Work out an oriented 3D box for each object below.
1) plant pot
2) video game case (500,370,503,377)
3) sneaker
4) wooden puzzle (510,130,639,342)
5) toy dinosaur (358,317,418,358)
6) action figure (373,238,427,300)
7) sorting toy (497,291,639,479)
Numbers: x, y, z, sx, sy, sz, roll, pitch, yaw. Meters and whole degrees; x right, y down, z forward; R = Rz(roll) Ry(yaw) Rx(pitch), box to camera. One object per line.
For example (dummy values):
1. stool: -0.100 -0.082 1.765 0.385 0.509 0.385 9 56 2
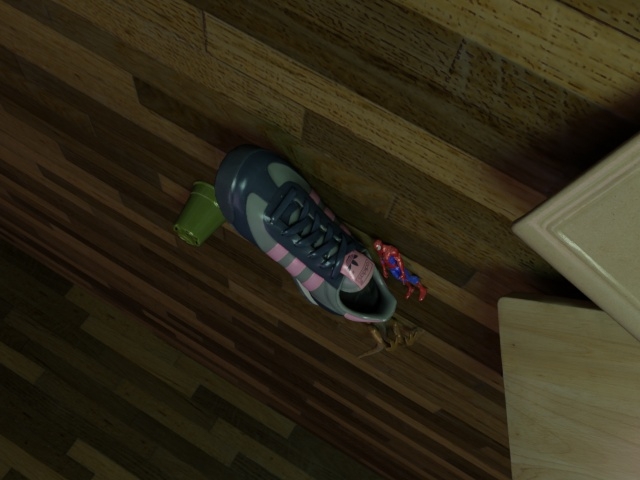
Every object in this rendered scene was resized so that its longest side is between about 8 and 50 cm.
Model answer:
1. plant pot: -0.185 -0.036 0.979 0.083 0.079 0.083 27 155 13
2. video game case: 0.345 0.218 0.765 0.274 0.026 0.196 41 161 26
3. sneaker: 0.000 0.000 0.778 0.131 0.112 0.319 21 162 40
4. wooden puzzle: 0.289 0.000 0.431 0.221 0.044 0.239 40 139 -5
5. toy dinosaur: 0.096 0.139 1.004 0.112 0.064 0.211 37 155 43
6. action figure: 0.100 0.038 0.826 0.038 0.030 0.115 12 147 50
7. sorting toy: 0.318 0.178 0.617 0.257 0.089 0.255 6 109 48
